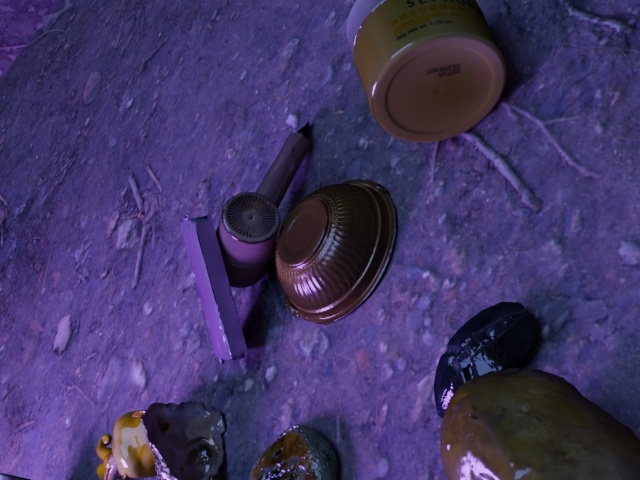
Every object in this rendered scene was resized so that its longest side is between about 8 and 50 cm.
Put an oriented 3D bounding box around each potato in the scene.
[{"bbox_3d":[0.247,0.249,1.088,0.229,0.229,0.266,-47,44,18],"label":"potato"}]

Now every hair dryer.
[{"bbox_3d":[-0.088,-0.085,1.770,0.344,0.106,0.189,-62,-4,-32],"label":"hair dryer"}]

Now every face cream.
[{"bbox_3d":[0.164,-0.290,1.506,0.218,0.218,0.179,-39,44,27],"label":"face cream"}]

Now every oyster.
[{"bbox_3d":[-0.231,0.379,1.627,0.107,0.161,0.233,-61,39,39],"label":"oyster"}]

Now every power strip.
[{"bbox_3d":[-0.189,0.083,1.695,0.109,0.037,0.279,-4,101,68],"label":"power strip"}]

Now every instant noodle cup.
[{"bbox_3d":[0.000,0.000,1.622,0.274,0.090,0.274,-28,48,37],"label":"instant noodle cup"}]

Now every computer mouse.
[{"bbox_3d":[0.213,0.163,1.298,0.192,0.062,0.106,-54,38,12],"label":"computer mouse"}]

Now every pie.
[{"bbox_3d":[-0.048,0.375,1.485,0.187,0.041,0.187,-28,49,38],"label":"pie"}]

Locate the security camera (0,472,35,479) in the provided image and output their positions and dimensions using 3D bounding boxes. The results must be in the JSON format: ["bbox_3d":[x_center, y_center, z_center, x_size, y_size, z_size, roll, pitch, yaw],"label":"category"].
[{"bbox_3d":[-0.519,0.560,1.810,0.277,0.197,0.191,0,68,40],"label":"security camera"}]

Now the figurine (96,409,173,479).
[{"bbox_3d":[-0.338,0.381,1.761,0.246,0.131,0.156,-36,9,41],"label":"figurine"}]
